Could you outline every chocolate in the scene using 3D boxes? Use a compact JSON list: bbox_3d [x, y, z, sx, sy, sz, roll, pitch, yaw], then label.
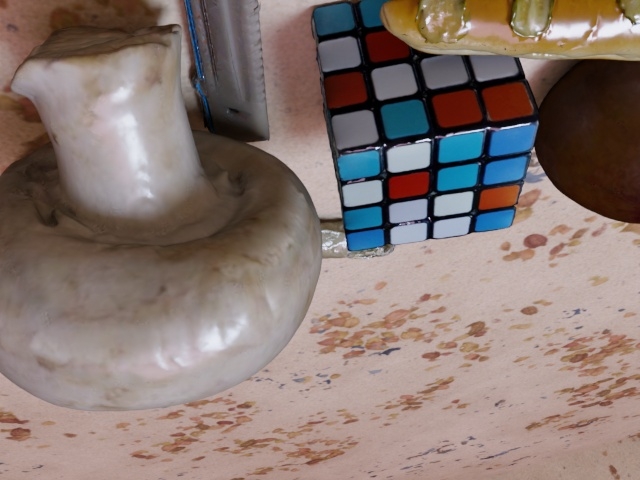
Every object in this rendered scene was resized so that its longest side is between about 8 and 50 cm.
[{"bbox_3d":[0.288,-0.093,0.666,0.177,0.176,0.176,-7,150,-4],"label":"chocolate"}]

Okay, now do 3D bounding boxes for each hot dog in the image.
[{"bbox_3d":[0.165,-0.181,0.496,0.270,0.109,0.072,3,168,5],"label":"hot dog"}]

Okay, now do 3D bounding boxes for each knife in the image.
[{"bbox_3d":[-0.080,-0.187,0.522,0.089,0.043,0.365,21,154,12],"label":"knife"}]

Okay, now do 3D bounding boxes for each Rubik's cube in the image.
[{"bbox_3d":[0.080,-0.099,0.598,0.151,0.155,0.154,-10,149,1],"label":"Rubik's cube"}]

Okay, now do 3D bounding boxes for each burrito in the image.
[{"bbox_3d":[0.000,0.001,0.854,0.188,0.045,0.058,-2,142,-9],"label":"burrito"}]

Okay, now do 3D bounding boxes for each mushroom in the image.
[{"bbox_3d":[-0.143,-0.020,0.568,0.298,0.297,0.290,-5,127,-8],"label":"mushroom"}]
